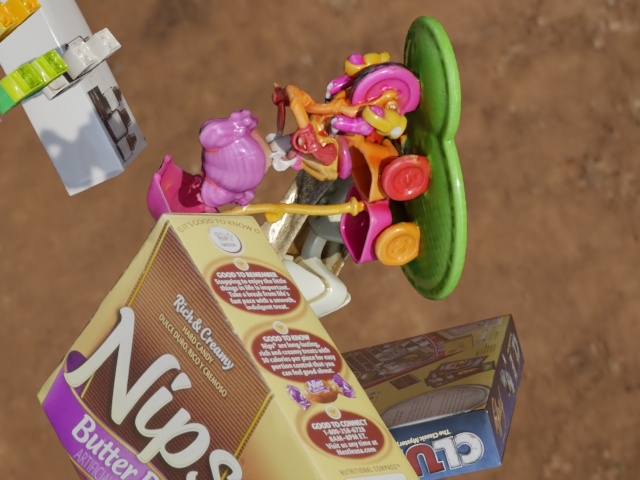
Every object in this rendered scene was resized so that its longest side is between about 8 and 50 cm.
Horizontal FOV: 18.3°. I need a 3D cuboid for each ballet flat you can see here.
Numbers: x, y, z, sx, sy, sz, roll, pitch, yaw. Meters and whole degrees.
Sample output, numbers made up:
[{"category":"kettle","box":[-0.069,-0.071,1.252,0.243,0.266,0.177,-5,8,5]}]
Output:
[{"category":"ballet flat","box":[0.000,0.000,1.215,0.067,0.073,0.206,38,104,39]}]

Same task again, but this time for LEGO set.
[{"category":"LEGO set","box":[-0.251,-0.116,1.447,0.093,0.087,0.227,-37,3,31]}]

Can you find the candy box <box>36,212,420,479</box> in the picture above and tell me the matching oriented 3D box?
[{"category":"candy box","box":[-0.026,0.092,0.743,0.109,0.053,0.187,-52,56,31]}]

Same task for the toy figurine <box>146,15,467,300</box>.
[{"category":"toy figurine","box":[-0.014,-0.035,1.084,0.159,0.173,0.130,-9,43,-17]}]

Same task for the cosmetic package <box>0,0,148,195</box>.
[{"category":"cosmetic package","box":[-0.232,-0.165,1.699,0.060,0.239,0.099,-24,12,12]}]

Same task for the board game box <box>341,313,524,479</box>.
[{"category":"board game box","box":[0.053,0.118,1.406,0.165,0.042,0.243,-13,10,13]}]
